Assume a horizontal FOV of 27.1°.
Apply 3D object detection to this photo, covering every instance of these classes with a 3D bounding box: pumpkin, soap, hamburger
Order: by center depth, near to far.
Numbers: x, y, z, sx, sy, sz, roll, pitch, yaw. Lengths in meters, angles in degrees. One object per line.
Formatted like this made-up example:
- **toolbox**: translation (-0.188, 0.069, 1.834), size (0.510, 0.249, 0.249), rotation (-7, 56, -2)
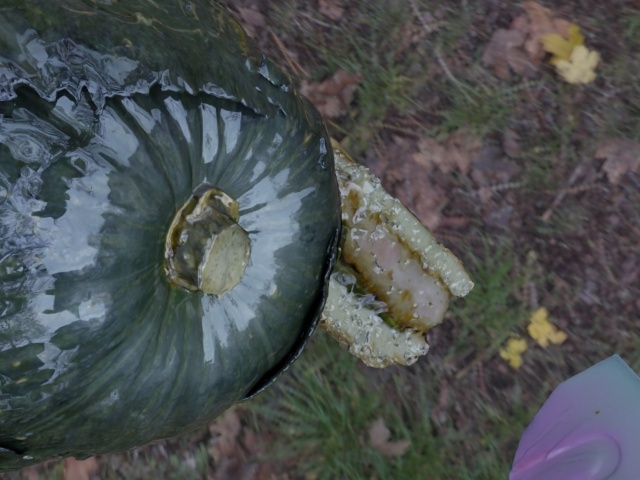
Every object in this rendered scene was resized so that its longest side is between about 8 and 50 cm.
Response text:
- **pumpkin**: translation (-0.144, -0.020, 0.750), size (0.328, 0.257, 0.291), rotation (-23, 121, -40)
- **soap**: translation (0.215, 0.242, 0.942), size (0.193, 0.323, 0.109), rotation (-31, 122, 23)
- **hamburger**: translation (0.000, 0.000, 1.077), size (0.124, 0.131, 0.262), rotation (-53, 132, -7)
